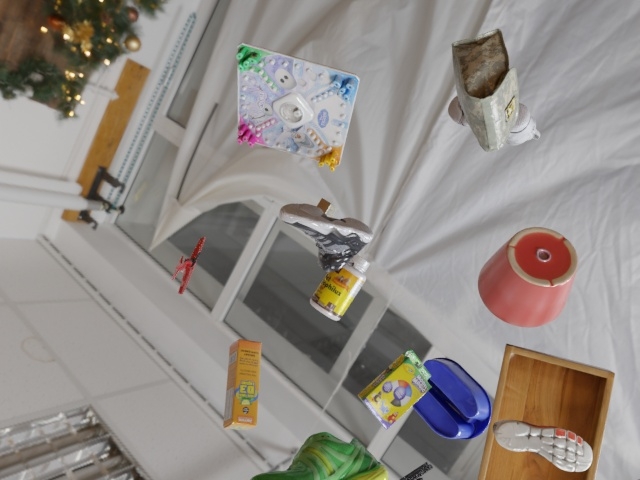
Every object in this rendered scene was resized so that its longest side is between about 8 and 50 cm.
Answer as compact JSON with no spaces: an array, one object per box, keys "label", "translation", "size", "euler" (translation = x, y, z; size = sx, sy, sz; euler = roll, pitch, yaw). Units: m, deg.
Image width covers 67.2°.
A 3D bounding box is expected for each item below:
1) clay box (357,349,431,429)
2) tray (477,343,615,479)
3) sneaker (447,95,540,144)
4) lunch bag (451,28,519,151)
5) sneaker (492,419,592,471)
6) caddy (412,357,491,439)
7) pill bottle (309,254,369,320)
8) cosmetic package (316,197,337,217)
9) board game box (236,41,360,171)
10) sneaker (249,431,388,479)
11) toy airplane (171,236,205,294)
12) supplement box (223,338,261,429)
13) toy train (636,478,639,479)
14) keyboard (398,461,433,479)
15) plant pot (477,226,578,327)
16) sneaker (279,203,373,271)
[{"label":"clay box","translation":[0.239,0.452,1.477],"size":[0.127,0.222,0.053],"euler":[52,169,-10]},{"label":"tray","translation":[0.443,0.440,0.986],"size":[0.203,0.410,0.076],"euler":[12,176,22]},{"label":"sneaker","translation":[0.692,-0.476,1.925],"size":[0.210,0.137,0.366],"euler":[19,-172,-43]},{"label":"lunch bag","translation":[0.501,-0.439,1.448],"size":[0.235,0.169,0.287],"euler":[53,-149,-52]},{"label":"sneaker","translation":[0.360,0.325,0.792],"size":[0.158,0.061,0.065],"euler":[18,173,6]},{"label":"caddy","translation":[0.507,0.621,1.911],"size":[0.341,0.241,0.179],"euler":[46,-167,35]},{"label":"pill bottle","translation":[0.067,0.142,1.557],"size":[0.117,0.215,0.117],"euler":[33,179,1]},{"label":"cosmetic package","translation":[-0.001,-0.070,1.501],"size":[0.041,0.115,0.060],"euler":[34,-178,24]},{"label":"board game box","translation":[-0.096,-0.424,1.606],"size":[0.390,0.390,0.050],"euler":[17,-126,2]},{"label":"sneaker","translation":[-0.015,0.390,0.791],"size":[0.296,0.109,0.123],"euler":[17,-157,-45]},{"label":"toy airplane","translation":[-0.318,0.057,1.145],"size":[0.028,0.151,0.151],"euler":[27,-168,-23]},{"label":"supplement box","translation":[-0.216,0.401,1.347],"size":[0.078,0.080,0.233],"euler":[15,-122,-26]},{"label":"toy train","translation":[0.831,0.643,1.161],"size":[0.046,0.166,0.125],"euler":[52,-149,-37]},{"label":"keyboard","translation":[0.349,0.908,1.819],"size":[0.100,0.192,0.038],"euler":[41,-165,-44]},{"label":"plant pot","translation":[0.643,0.100,1.473],"size":[0.275,0.275,0.243],"euler":[34,159,23]},{"label":"sneaker","translation":[0.000,0.000,1.312],"size":[0.269,0.153,0.101],"euler":[15,-153,-19]}]
